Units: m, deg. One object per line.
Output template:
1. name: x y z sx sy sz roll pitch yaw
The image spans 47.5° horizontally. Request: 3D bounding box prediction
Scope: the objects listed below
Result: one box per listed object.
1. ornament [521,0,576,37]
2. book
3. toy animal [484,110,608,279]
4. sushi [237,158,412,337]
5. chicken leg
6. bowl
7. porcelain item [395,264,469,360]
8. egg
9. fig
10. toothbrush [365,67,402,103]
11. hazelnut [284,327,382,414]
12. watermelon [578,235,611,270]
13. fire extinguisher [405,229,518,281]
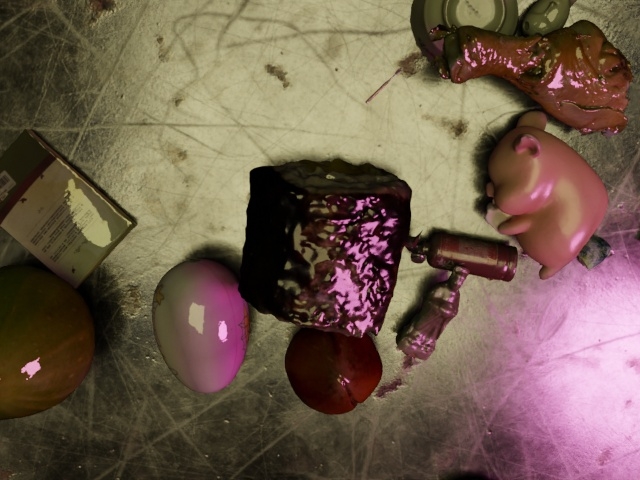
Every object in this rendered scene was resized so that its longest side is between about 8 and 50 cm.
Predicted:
1. ornament: 0.446 -0.442 1.369 0.075 0.081 0.156 45 96 12
2. book: -0.551 -0.062 1.489 0.289 0.026 0.201 44 99 -7
3. toy animal: 0.418 -0.088 1.393 0.256 0.195 0.213 43 120 -6
4. sushi: 0.000 0.002 1.362 0.299 0.281 0.294 8 107 -7
5. chicken leg: 0.387 -0.310 1.311 0.429 0.152 0.201 5 123 -23
6. bowl: 0.279 -0.423 1.361 0.211 0.112 0.211 0 99 0
7. porcelain item: 0.238 0.141 1.466 0.081 0.069 0.215 27 113 -9
8. egg: -0.237 0.170 1.446 0.196 0.196 0.271 7 112 0
9. fig: -0.590 0.206 1.396 0.316 0.316 0.316 0 101 1
10. toothbrush: 0.125 -0.306 1.437 0.097 0.008 0.006 -44 83 9
11. hazelnut: 0.028 0.254 1.448 0.208 0.208 0.208 0 101 1
12. watermelon: 0.549 0.027 1.478 0.085 0.085 0.061 13 141 -1
13. fire extinguisher: 0.267 0.012 1.453 0.252 0.075 0.106 12 131 0
